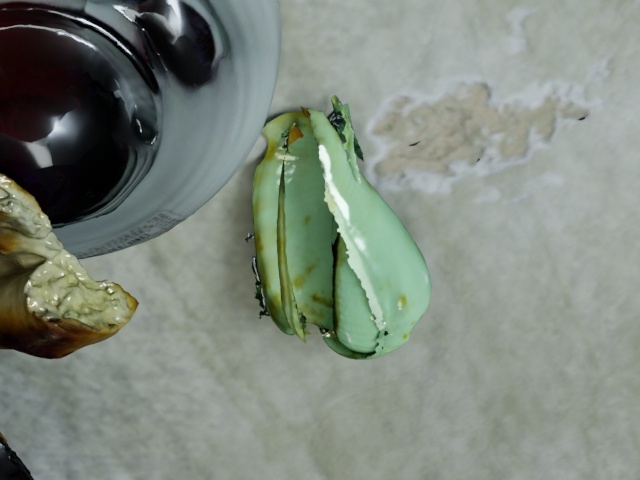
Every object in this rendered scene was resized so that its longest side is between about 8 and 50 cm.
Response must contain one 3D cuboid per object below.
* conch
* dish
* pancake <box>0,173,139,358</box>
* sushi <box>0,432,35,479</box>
[{"bbox_3d":[0.000,0.000,1.106,0.105,0.079,0.170,-22,112,4],"label":"conch"},{"bbox_3d":[-0.152,-0.076,0.992,0.273,0.134,0.273,-3,127,-4],"label":"dish"},{"bbox_3d":[-0.205,0.015,0.997,0.212,0.056,0.257,22,161,-6],"label":"pancake"},{"bbox_3d":[-0.251,0.213,1.146,0.227,0.212,0.215,42,81,4],"label":"sushi"}]
